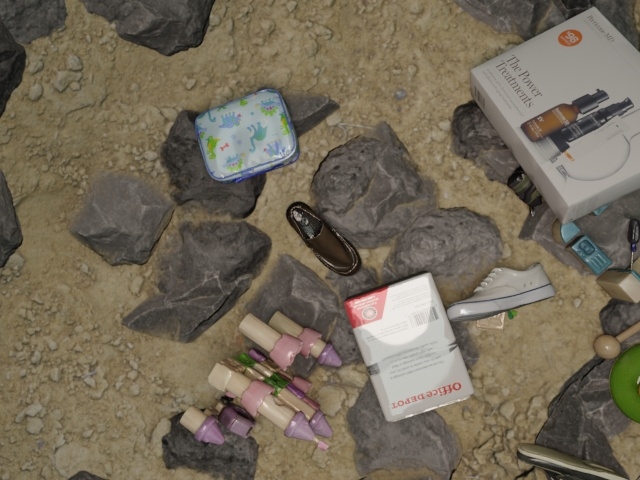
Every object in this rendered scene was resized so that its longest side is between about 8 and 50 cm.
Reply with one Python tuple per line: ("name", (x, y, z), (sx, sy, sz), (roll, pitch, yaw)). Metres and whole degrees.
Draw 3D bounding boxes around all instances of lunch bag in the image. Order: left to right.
("lunch bag", (-0.165, -0.231, 1.223), (0.219, 0.090, 0.176), (-19, 87, 6))

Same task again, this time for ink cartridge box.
("ink cartridge box", (0.189, 0.226, 1.169), (0.197, 0.114, 0.272), (-20, 86, 6))

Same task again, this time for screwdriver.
("screwdriver", (0.678, 0.038, 1.162), (0.025, 0.024, 0.169), (-5, 97, -22))

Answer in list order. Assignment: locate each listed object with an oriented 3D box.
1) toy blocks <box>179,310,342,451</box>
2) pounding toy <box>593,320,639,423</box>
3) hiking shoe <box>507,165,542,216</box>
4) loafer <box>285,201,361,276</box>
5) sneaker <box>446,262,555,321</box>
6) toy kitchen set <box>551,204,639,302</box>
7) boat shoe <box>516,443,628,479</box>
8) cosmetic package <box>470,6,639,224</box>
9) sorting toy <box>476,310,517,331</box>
("toy blocks", (-0.086, 0.338, 1.114), (0.260, 0.288, 0.309), (33, 90, 11))
("pounding toy", (0.703, 0.286, 1.110), (0.183, 0.110, 0.236), (-27, 87, 6))
("hiking shoe", (0.523, -0.153, 1.156), (0.227, 0.086, 0.114), (-36, 99, 12))
("loafer", (0.000, 0.000, 1.209), (0.220, 0.078, 0.080), (42, 95, 5))
("sneaker", (0.374, 0.109, 1.142), (0.258, 0.094, 0.091), (-11, 71, -21))
("toy kitchen set", (0.618, -0.005, 1.114), (0.166, 0.122, 0.207), (-44, 86, 5))
("boat shoe", (0.531, 0.501, 1.144), (0.233, 0.084, 0.079), (19, 92, 3))
("cosmetic package", (0.517, -0.257, 1.069), (0.285, 0.097, 0.377), (-26, 62, 4))
("sorting toy", (0.394, 0.172, 1.195), (0.083, 0.012, 0.062), (7, 86, 10))
